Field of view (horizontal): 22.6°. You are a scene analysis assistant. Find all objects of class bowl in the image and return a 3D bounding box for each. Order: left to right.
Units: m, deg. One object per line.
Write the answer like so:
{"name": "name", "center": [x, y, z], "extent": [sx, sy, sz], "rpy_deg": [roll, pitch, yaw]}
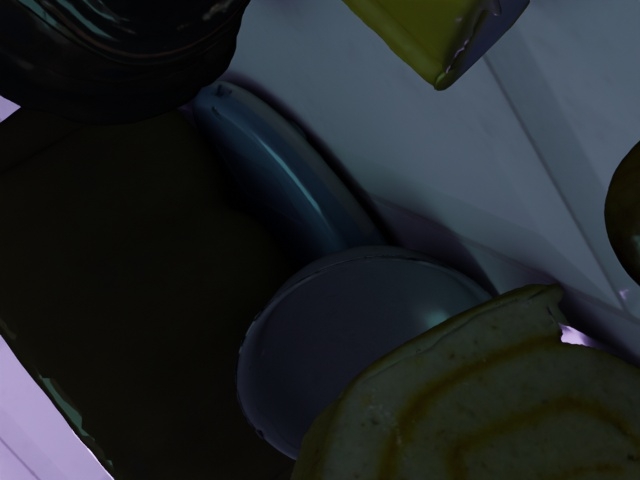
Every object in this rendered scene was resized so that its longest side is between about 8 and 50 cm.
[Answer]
{"name": "bowl", "center": [0.032, 0.064, 1.095], "extent": [0.189, 0.189, 0.086], "rpy_deg": [55, -167, -33]}

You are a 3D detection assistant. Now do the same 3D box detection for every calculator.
{"name": "calculator", "center": [0.000, 0.000, 1.203], "extent": [0.188, 0.042, 0.302], "rpy_deg": [27, 154, 53]}

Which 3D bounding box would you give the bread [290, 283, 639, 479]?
{"name": "bread", "center": [0.085, 0.144, 0.940], "extent": [0.186, 0.257, 0.124], "rpy_deg": [65, 161, 11]}

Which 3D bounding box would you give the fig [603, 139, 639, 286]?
{"name": "fig", "center": [0.161, -0.013, 0.626], "extent": [0.098, 0.082, 0.084], "rpy_deg": [-40, 73, 43]}

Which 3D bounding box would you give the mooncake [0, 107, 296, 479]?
{"name": "mooncake", "center": [-0.129, 0.046, 1.272], "extent": [0.378, 0.201, 0.378], "rpy_deg": [53, 177, 4]}

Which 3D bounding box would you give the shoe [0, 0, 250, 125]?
{"name": "shoe", "center": [-0.198, -0.223, 0.877], "extent": [0.384, 0.171, 0.237], "rpy_deg": [39, 163, -2]}

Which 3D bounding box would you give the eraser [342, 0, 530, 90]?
{"name": "eraser", "center": [0.004, -0.170, 0.632], "extent": [0.226, 0.069, 0.158], "rpy_deg": [45, 164, 7]}

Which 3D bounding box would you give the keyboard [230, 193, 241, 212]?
{"name": "keyboard", "center": [-0.035, 0.019, 1.409], "extent": [0.093, 0.025, 0.230], "rpy_deg": [27, 157, 48]}
